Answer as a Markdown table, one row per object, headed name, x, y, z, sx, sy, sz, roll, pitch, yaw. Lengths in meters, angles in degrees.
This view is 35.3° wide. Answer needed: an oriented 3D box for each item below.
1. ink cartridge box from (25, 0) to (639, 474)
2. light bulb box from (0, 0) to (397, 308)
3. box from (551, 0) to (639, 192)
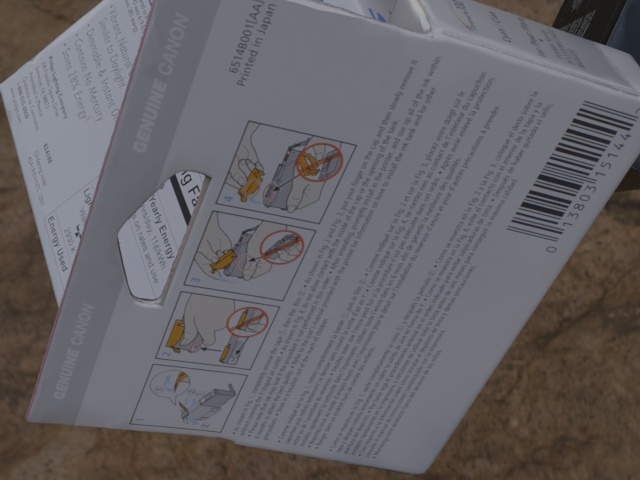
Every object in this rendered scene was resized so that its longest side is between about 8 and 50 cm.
| name | x | y | z | sx | sy | sz | roll | pitch | yaw |
| --- | --- | --- | --- | --- | --- | --- | --- | --- | --- |
| ink cartridge box | 0.000 | 0.000 | 0.556 | 0.261 | 0.296 | 0.066 | 13 | 35 | -19 |
| light bulb box | -0.059 | -0.073 | 0.919 | 0.361 | 0.225 | 0.358 | -33 | 62 | 19 |
| box | 0.272 | -0.176 | 0.869 | 0.103 | 0.184 | 0.261 | 27 | 86 | -5 |
